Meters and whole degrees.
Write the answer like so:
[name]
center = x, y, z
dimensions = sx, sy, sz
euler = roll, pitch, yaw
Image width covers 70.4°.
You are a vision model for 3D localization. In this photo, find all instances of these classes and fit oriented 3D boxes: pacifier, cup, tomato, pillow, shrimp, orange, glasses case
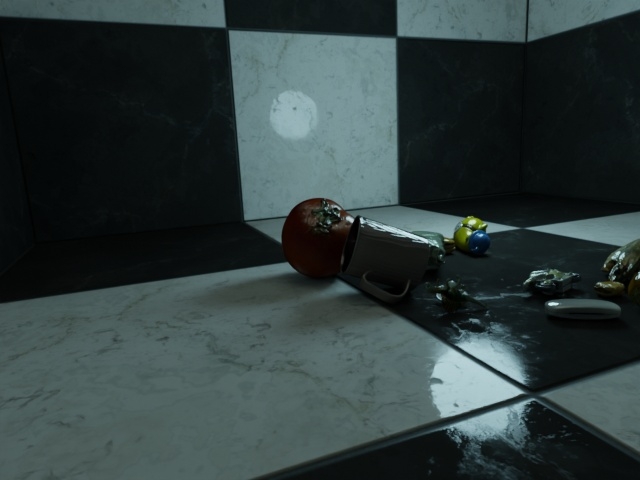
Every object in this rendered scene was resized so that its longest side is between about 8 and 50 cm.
[pacifier]
center = 0.421, 0.167, 1.454
dimensions = 0.099, 0.078, 0.081
euler = 4, 28, 24
[cup]
center = 0.219, 0.059, 1.561
dimensions = 0.273, 0.208, 0.288
euler = 17, 19, -7
[tomato]
center = 0.000, 0.000, 1.817
dimensions = 0.322, 0.321, 0.321
euler = -3, 12, 1
[pillow]
center = 0.378, 0.045, 1.896
dimensions = 0.284, 0.138, 0.310
euler = -3, 17, 14
[shrimp]
center = 1.064, 0.084, 1.610
dimensions = 0.317, 0.077, 0.168
euler = -31, -13, -33
[orange]
center = 0.982, 0.149, 1.307
dimensions = 0.157, 0.134, 0.156
euler = -29, 35, 22
[glasses case]
center = 0.748, 0.196, 1.298
dimensions = 0.194, 0.049, 0.074
euler = -2, 12, 10

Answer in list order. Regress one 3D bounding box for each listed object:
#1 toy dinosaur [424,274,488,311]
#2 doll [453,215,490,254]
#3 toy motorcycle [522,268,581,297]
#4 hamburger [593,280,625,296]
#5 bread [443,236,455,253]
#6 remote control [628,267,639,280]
[toy dinosaur]
center = 0.416, 0.176, 1.400
dimensions = 0.106, 0.187, 0.044
euler = -42, -2, -15
[doll]
center = 0.719, -0.014, 2.179
dimensions = 0.199, 0.145, 0.363
euler = -40, 9, 21
[toy motorcycle]
center = 0.765, 0.137, 1.528
dimensions = 0.229, 0.074, 0.151
euler = -13, 13, -34
[hamburger]
center = 0.929, 0.156, 1.460
dimensions = 0.083, 0.044, 0.076
euler = -6, 14, -7
[bread]
center = 0.551, 0.013, 2.166
dimensions = 0.116, 0.077, 0.200
euler = -7, 10, -12
[remote control]
center = 1.123, 0.117, 1.585
dimensions = 0.090, 0.049, 0.230
euler = -2, 10, 15
